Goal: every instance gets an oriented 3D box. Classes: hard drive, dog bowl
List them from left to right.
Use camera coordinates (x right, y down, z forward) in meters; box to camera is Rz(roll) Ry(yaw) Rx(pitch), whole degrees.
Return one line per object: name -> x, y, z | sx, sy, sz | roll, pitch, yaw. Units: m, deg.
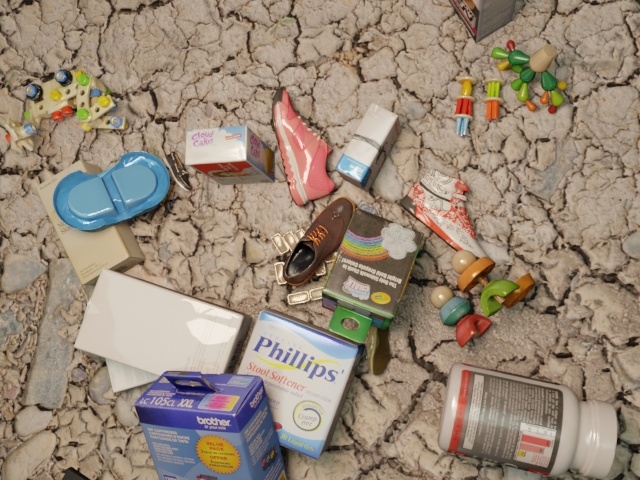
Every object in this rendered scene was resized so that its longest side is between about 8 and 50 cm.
hard drive -> -0.679, 0.702, 1.754 | 0.094, 0.022, 0.135 | 28, 90, 12
dog bowl -> -0.542, -0.121, 1.691 | 0.297, 0.074, 0.165 | -24, 79, -16

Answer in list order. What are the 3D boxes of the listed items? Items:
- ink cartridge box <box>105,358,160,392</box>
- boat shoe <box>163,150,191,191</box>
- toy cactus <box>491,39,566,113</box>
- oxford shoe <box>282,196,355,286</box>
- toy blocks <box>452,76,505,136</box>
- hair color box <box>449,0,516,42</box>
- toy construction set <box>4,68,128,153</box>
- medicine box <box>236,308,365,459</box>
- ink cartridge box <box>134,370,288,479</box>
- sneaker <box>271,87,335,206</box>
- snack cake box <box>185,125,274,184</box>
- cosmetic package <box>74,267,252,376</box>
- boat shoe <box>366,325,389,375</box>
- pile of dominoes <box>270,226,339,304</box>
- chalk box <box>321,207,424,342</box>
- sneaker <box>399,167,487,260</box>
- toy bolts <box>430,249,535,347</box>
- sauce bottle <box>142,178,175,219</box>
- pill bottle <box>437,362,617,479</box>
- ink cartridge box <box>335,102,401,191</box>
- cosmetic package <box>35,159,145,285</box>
ink cartridge box -> -0.467, 0.292, 1.748 | 0.233, 0.066, 0.188 | -15, 81, -5
boat shoe -> -0.388, -0.191, 1.777 | 0.038, 0.046, 0.125 | -38, 71, 10
toy cactus -> 0.525, -0.417, 1.569 | 0.112, 0.180, 0.219 | -38, 84, -15
oxford shoe -> 0.000, 0.000, 1.633 | 0.097, 0.098, 0.271 | 33, 84, 8
toy blocks -> 0.402, -0.337, 1.638 | 0.123, 0.054, 0.148 | 7, 86, 12
hair color box -> 0.372, -0.636, 1.509 | 0.114, 0.374, 0.185 | -31, 80, 6
toy construction set -> -0.725, -0.362, 1.812 | 0.328, 0.151, 0.214 | -19, 82, -3
medicine box -> -0.064, 0.349, 1.610 | 0.264, 0.149, 0.289 | 20, 89, 12
ink cartridge box -> -0.253, 0.456, 1.495 | 0.270, 0.151, 0.395 | -2, 112, 22
sneaker -> -0.043, -0.252, 1.700 | 0.136, 0.116, 0.313 | -13, 89, -1
snack cake box -> -0.222, -0.210, 1.634 | 0.152, 0.264, 0.089 | -1, 84, 10
cosmetic package -> -0.399, 0.231, 1.651 | 0.385, 0.156, 0.217 | 20, 84, 5
boat shoe -> 0.141, 0.264, 1.635 | 0.056, 0.048, 0.152 | 2, 88, -34
pile of dominoes -> 0.004, 0.056, 1.695 | 0.251, 0.040, 0.195 | -12, 80, 1
chalk box -> 0.110, 0.102, 1.550 | 0.180, 0.179, 0.288 | 21, 75, 7
sneaker -> 0.342, -0.064, 1.605 | 0.270, 0.090, 0.145 | 41, 95, 14
toy bolts -> 0.378, 0.122, 1.564 | 0.158, 0.218, 0.228 | 49, 127, 24
sauce bottle -> -0.450, -0.117, 1.782 | 0.042, 0.042, 0.128 | 32, 93, 12
pill bottle -> 0.465, 0.417, 1.474 | 0.363, 0.210, 0.210 | 10, 87, 12
ink cartridge box -> 0.124, -0.234, 1.636 | 0.082, 0.139, 0.190 | 30, 91, 13
cosmetic package -> -0.632, -0.045, 1.773 | 0.160, 0.113, 0.309 | -31, 81, 5
